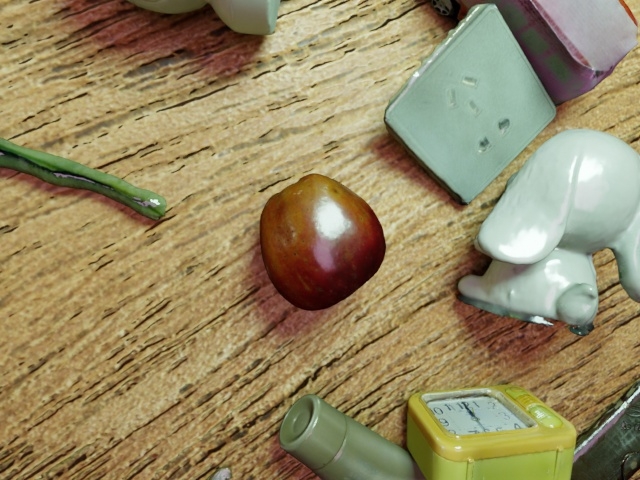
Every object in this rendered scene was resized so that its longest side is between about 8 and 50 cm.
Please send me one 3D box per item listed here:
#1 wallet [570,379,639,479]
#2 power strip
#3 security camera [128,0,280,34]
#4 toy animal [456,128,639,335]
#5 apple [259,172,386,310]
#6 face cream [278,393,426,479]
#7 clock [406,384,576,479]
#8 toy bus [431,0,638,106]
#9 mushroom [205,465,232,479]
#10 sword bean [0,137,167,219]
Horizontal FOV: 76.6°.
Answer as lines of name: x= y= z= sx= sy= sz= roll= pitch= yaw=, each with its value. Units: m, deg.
wallet: x=0.511 y=0.356 z=0.698 sx=0.232 sy=0.031 sz=0.122 roll=-41 pitch=98 yaw=-6
power strip: x=0.205 y=-0.183 z=0.580 sx=0.198 sy=0.064 sz=0.213 roll=-45 pitch=116 yaw=9
security camera: x=-0.156 y=-0.350 z=0.453 sx=0.237 sy=0.194 sz=0.194 roll=10 pitch=92 yaw=-5
toy animal: x=0.328 y=-0.003 z=0.567 sx=0.249 sy=0.174 sz=0.288 roll=-12 pitch=97 yaw=-10
apple: x=-0.003 y=-0.001 z=0.526 sx=0.156 sy=0.147 sz=0.158 roll=-30 pitch=98 yaw=15
face cream: x=0.088 y=0.353 z=0.604 sx=0.341 sy=0.084 sz=0.137 roll=43 pitch=77 yaw=-17
clock: x=0.238 y=0.282 z=0.587 sx=0.203 sy=0.143 sz=0.096 roll=-2 pitch=102 yaw=-10
toy bus: x=0.284 y=-0.320 z=0.555 sx=0.303 sy=0.147 sz=0.127 roll=40 pitch=92 yaw=-9
mushroom: x=-0.155 y=0.374 z=0.585 sx=0.049 sy=0.019 sz=0.101 roll=20 pitch=91 yaw=-12
sword bean: x=-0.329 y=-0.084 z=0.512 sx=0.270 sy=0.038 sz=0.043 roll=19 pitch=85 yaw=-12
